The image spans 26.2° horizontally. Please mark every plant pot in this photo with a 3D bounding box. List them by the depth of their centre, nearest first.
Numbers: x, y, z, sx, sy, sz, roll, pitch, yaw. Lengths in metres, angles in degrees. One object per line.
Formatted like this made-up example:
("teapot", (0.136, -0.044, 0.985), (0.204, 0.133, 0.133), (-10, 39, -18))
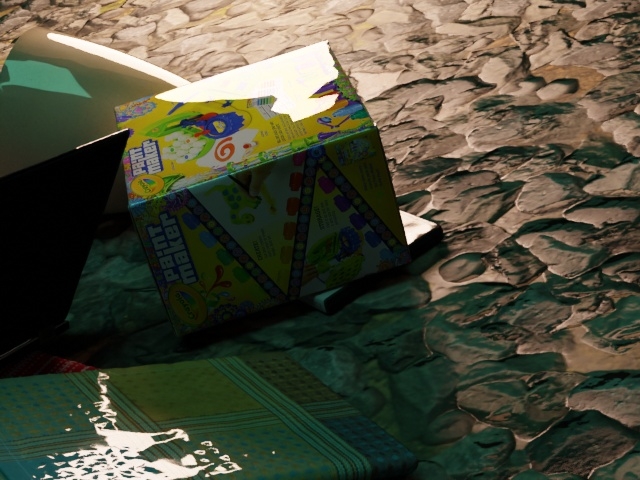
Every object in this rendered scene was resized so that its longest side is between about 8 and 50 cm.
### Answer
("plant pot", (-0.260, -0.138, 1.828), (0.274, 0.257, 0.256), (9, 35, 10))

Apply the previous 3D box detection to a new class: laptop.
("laptop", (-0.447, 0.051, 1.458), (0.407, 0.236, 0.382), (-3, 15, 28))

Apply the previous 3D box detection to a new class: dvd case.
("dvd case", (0.000, 0.000, 1.639), (0.180, 0.022, 0.253), (-33, 32, -26))

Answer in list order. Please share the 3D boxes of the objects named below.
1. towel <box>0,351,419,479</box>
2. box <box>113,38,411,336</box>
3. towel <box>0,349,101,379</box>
("towel", (-0.135, 0.178, 1.247), (0.370, 0.040, 0.271), (-3, 20, -29))
("box", (-0.076, -0.071, 1.595), (0.279, 0.177, 0.290), (-17, 29, -2))
("towel", (-0.295, 0.193, 1.453), (0.274, 0.031, 0.199), (10, 38, 39))
